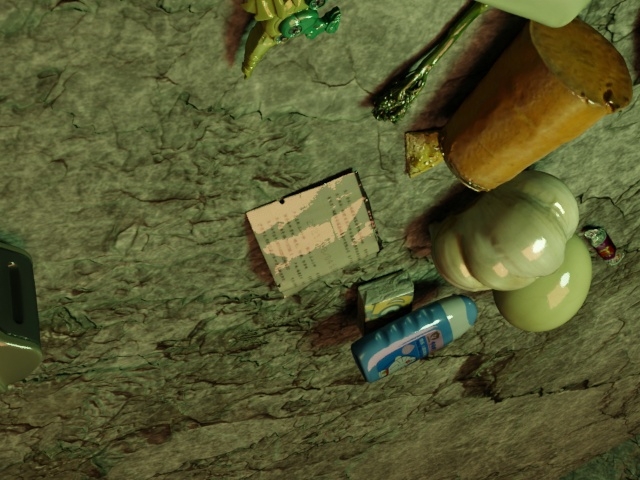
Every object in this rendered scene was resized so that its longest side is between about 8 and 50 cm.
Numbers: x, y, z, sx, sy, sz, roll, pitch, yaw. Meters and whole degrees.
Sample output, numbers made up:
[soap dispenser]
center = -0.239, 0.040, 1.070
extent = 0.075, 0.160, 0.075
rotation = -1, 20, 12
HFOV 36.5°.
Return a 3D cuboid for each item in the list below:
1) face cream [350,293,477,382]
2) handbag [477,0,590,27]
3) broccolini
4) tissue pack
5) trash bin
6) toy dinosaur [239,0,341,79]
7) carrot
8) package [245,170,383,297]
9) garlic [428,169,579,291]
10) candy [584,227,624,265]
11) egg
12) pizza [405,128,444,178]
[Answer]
[face cream]
center = 0.192, 0.188, 1.927
extent = 0.264, 0.083, 0.149
rotation = -27, 152, -6
[handbag]
center = 0.248, -0.396, 1.223
extent = 0.315, 0.109, 0.241
rotation = 11, 133, -37
[broccolini]
center = 0.164, -0.260, 1.416
extent = 0.051, 0.054, 0.239
rotation = 26, 122, -33
[tissue pack]
center = 0.128, 0.131, 1.935
extent = 0.108, 0.060, 0.148
rotation = -17, 148, -9
[trash bin]
center = -0.547, 0.122, 1.371
extent = 0.290, 0.209, 0.182
rotation = -13, 148, -7
[toy dinosaur]
center = -0.043, -0.289, 1.209
extent = 0.153, 0.094, 0.259
rotation = -11, 153, -18
[carrot]
center = 0.322, -0.200, 1.483
extent = 0.196, 0.196, 0.254
rotation = 2, 146, -34
[package]
center = 0.000, 0.000, 1.670
extent = 0.204, 0.062, 0.251
rotation = -24, 143, -2
[garlic]
center = 0.340, 0.005, 1.735
extent = 0.281, 0.185, 0.203
rotation = -42, 108, 13
[candy]
center = 0.608, 0.008, 2.080
extent = 0.045, 0.043, 0.175
rotation = -33, 143, 17
[egg]
center = 0.444, 0.077, 1.939
extent = 0.186, 0.186, 0.242
rotation = -6, 142, -25
[pizza]
center = 0.171, -0.149, 1.595
extent = 0.123, 0.026, 0.108
rotation = -41, 141, 25
